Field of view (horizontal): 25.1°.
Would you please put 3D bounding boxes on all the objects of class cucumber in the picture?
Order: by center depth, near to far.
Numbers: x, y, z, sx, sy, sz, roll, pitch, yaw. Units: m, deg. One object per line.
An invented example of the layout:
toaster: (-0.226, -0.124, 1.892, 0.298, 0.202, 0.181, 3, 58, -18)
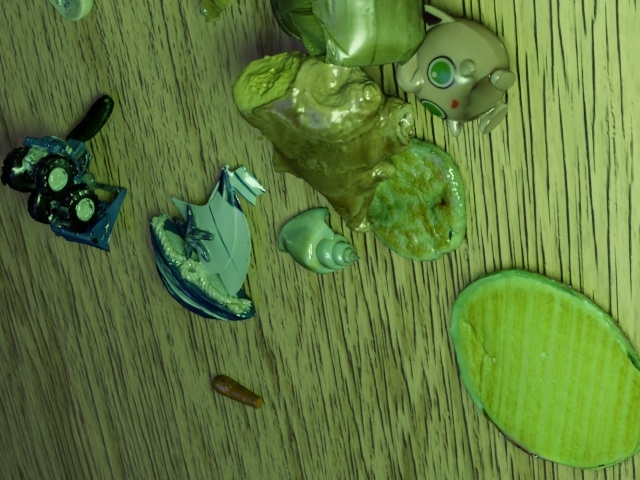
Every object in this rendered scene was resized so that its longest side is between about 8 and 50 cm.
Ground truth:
cucumber: (-0.362, -0.186, 2.270, 0.036, 0.033, 0.184, 36, 144, -14)

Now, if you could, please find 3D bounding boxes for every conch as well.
conch: (-0.005, 0.005, 2.010, 0.180, 0.065, 0.088, 13, 127, 48)

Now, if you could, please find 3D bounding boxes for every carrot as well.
carrot: (-0.137, 0.248, 2.349, 0.093, 0.032, 0.032, 23, 132, 27)

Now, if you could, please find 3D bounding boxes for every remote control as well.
remote control: (-0.414, -0.423, 2.146, 0.221, 0.042, 0.078, 52, 142, 6)

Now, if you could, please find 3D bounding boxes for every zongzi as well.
zongzi: (0.010, -0.377, 1.698, 0.360, 0.160, 0.323, -144, 55, -72)

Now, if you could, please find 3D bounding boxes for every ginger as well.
ginger: (0.024, -0.123, 1.783, 0.218, 0.123, 0.270, -5, 144, 28)

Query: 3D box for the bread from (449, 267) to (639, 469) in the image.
bread: (0.295, 0.163, 1.831, 0.301, 0.045, 0.301, 26, 135, 29)

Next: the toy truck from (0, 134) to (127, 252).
toy truck: (-0.401, -0.080, 2.296, 0.113, 0.126, 0.208, 14, 147, 38)

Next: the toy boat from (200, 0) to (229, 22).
toy boat: (-0.149, -0.363, 1.913, 0.049, 0.047, 0.149, 26, 132, 50)

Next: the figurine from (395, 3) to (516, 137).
figurine: (0.157, -0.194, 1.655, 0.138, 0.125, 0.125, 37, 138, 21)

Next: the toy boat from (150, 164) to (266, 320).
toy boat: (-0.178, -0.010, 2.184, 0.210, 0.070, 0.292, 24, 129, 27)

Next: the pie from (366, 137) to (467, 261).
pie: (0.117, -0.058, 1.857, 0.187, 0.041, 0.187, 25, 131, 34)
